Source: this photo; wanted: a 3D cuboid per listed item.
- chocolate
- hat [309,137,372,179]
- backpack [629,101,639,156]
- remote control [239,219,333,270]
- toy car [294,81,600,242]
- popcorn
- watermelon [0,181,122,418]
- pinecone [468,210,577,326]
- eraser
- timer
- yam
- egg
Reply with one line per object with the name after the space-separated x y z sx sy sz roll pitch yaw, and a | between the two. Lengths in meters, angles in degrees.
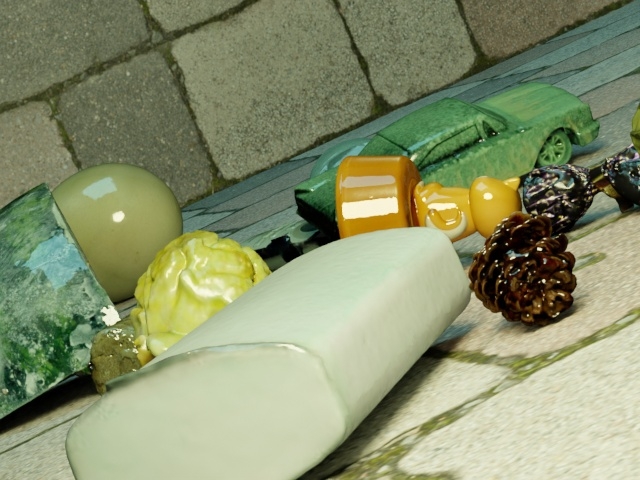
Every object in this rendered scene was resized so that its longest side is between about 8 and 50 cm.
0.242 -0.043 1.490 0.147 0.072 0.070 -8 -26 39 | chocolate
0.059 -0.060 2.187 0.138 0.078 0.191 -32 26 -2 | hat
0.329 -0.098 1.283 0.207 0.140 0.253 -25 0 -11 | backpack
0.000 -0.002 2.038 0.256 0.045 0.097 -12 15 45 | remote control
0.134 -0.089 1.918 0.320 0.097 0.141 -25 24 -14 | toy car
-0.097 0.062 1.475 0.141 0.135 0.162 -6 15 46 | popcorn
-0.293 0.120 1.850 0.320 0.213 0.289 39 94 41 | watermelon
0.142 0.024 1.227 0.077 0.077 0.083 -24 40 -6 | pinecone
-0.025 0.081 1.195 0.189 0.104 0.290 -25 5 25 | eraser
0.103 -0.021 1.545 0.152 0.132 0.132 -10 10 15 | timer
-0.148 0.092 1.648 0.078 0.078 0.179 -20 8 26 | yam
-0.303 -0.005 2.481 0.253 0.188 0.188 -31 1 37 | egg
